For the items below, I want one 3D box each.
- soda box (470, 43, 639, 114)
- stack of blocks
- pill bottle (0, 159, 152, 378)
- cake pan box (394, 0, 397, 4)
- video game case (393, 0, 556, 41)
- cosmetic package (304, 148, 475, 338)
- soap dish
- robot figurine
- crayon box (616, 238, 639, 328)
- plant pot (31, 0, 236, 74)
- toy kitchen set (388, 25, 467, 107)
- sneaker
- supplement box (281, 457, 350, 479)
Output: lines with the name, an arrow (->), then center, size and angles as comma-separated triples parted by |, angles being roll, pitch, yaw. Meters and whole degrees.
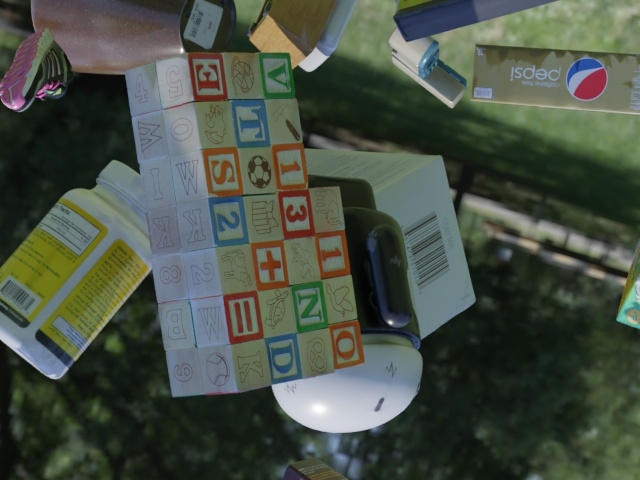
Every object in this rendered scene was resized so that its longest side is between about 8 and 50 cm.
soda box -> 0.242, -0.156, 1.472 | 0.181, 0.058, 0.061 | 8, -174, 26
stack of blocks -> -0.066, -0.018, 1.377 | 0.087, 0.297, 0.171 | -9, 179, 42
pill bottle -> -0.385, 0.041, 2.422 | 0.188, 0.334, 0.188 | 37, 168, 9
cake pan box -> 0.151, -0.407, 1.813 | 0.070, 0.246, 0.267 | 30, -160, -30
video game case -> 0.211, -0.306, 1.415 | 0.275, 0.248, 0.035 | -12, 132, 23
cosmetic package -> 0.000, 0.000, 2.012 | 0.385, 0.217, 0.156 | 3, -154, 47
soap dish -> -0.011, -0.375, 2.242 | 0.118, 0.229, 0.291 | 24, 176, -8
robot figurine -> 0.020, 0.070, 1.651 | 0.173, 0.278, 0.209 | -12, 159, 8
crayon box -> 0.560, 0.012, 2.423 | 0.081, 0.165, 0.278 | 19, 151, 6
plant pot -> -0.232, -0.310, 2.036 | 0.230, 0.215, 0.215 | 19, -176, 38
toy kitchen set -> 0.203, -0.314, 2.283 | 0.122, 0.166, 0.207 | 39, 180, 6
sneaker -> -0.347, -0.201, 1.888 | 0.075, 0.063, 0.170 | 47, -158, -24
supplement box -> 0.028, 0.371, 1.926 | 0.188, 0.104, 0.081 | 31, -166, 26
